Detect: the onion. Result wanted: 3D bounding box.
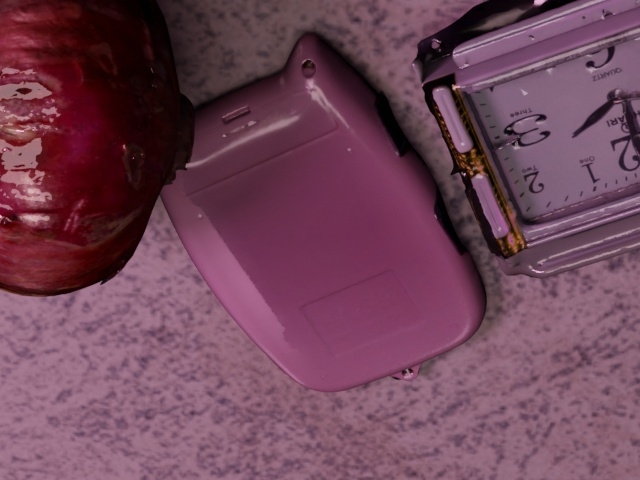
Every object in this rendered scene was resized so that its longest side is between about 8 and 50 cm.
[{"bbox_3d":[-0.177,-0.080,1.239,0.190,0.246,0.246,0,123,-7],"label":"onion"}]

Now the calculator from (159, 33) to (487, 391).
[{"bbox_3d":[0.000,0.001,1.384,0.194,0.043,0.294,-23,119,17],"label":"calculator"}]

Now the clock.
[{"bbox_3d":[0.208,-0.092,1.285,0.253,0.083,0.186,-17,120,15],"label":"clock"}]
